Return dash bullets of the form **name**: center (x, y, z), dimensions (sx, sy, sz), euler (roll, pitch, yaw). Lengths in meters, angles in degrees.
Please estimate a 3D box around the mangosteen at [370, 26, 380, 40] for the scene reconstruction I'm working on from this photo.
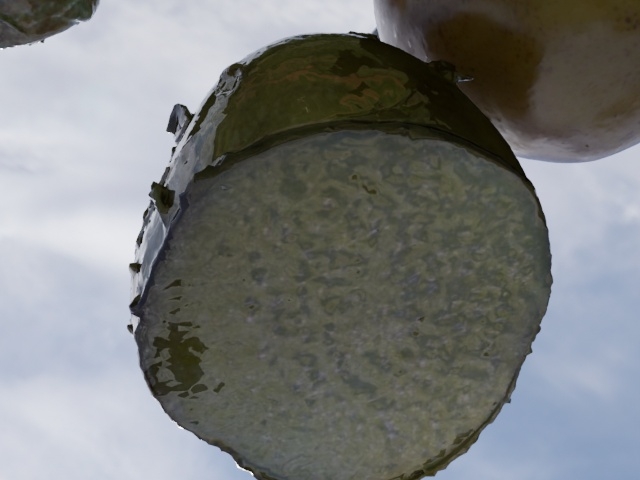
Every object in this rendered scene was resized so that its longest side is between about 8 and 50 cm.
- **mangosteen**: center (0.184, -0.220, 2.417), dimensions (0.293, 0.297, 0.297), euler (-30, -117, -28)

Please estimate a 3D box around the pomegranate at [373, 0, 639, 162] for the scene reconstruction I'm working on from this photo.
- **pomegranate**: center (0.252, -0.289, 1.696), dimensions (0.416, 0.417, 0.417), euler (21, -147, -15)

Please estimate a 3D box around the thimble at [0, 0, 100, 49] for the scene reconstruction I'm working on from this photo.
- **thimble**: center (-0.382, -0.325, 1.925), dimensions (0.196, 0.148, 0.229), euler (-26, -153, -19)

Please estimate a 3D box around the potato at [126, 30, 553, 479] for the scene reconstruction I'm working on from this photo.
- **potato**: center (0.000, 0.000, 1.567), dimensions (0.385, 0.442, 0.319), euler (2, -148, -10)
